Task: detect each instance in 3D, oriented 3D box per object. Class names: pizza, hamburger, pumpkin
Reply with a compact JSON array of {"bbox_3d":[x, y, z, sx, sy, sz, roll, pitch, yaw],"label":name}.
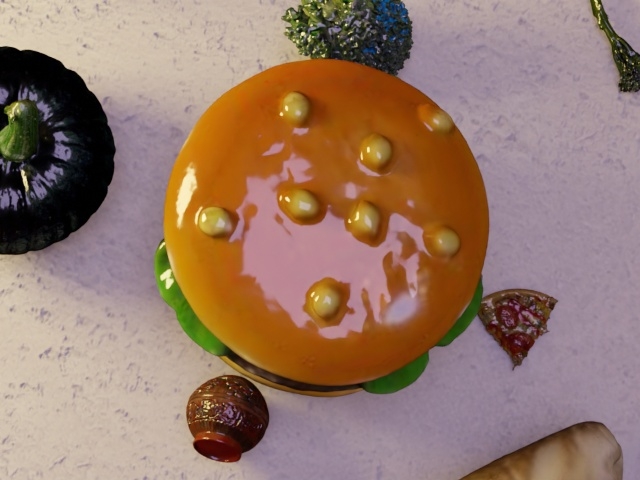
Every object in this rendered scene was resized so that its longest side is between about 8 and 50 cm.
[{"bbox_3d":[0.253,0.093,1.848,0.099,0.029,0.100,-31,85,-11],"label":"pizza"},{"bbox_3d":[0.000,0.000,1.713,0.395,0.277,0.396,1,80,-5],"label":"hamburger"},{"bbox_3d":[-0.356,-0.108,1.708,0.248,0.248,0.248,1,81,-6],"label":"pumpkin"}]

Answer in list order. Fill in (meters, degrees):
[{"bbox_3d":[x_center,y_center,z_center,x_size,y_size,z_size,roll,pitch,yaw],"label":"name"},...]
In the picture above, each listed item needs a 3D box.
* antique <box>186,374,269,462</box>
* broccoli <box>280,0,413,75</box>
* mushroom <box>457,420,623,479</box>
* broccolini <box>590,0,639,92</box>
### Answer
[{"bbox_3d":[-0.110,0.206,1.758,0.104,0.104,0.104,1,81,-6],"label":"antique"},{"bbox_3d":[0.031,-0.261,1.841,0.167,0.155,0.160,-26,39,-17],"label":"broccoli"},{"bbox_3d":[0.193,0.382,1.725,0.313,0.224,0.397,16,72,11],"label":"mushroom"},{"bbox_3d":[0.362,-0.289,1.926,0.044,0.042,0.218,-26,78,-8],"label":"broccolini"}]
